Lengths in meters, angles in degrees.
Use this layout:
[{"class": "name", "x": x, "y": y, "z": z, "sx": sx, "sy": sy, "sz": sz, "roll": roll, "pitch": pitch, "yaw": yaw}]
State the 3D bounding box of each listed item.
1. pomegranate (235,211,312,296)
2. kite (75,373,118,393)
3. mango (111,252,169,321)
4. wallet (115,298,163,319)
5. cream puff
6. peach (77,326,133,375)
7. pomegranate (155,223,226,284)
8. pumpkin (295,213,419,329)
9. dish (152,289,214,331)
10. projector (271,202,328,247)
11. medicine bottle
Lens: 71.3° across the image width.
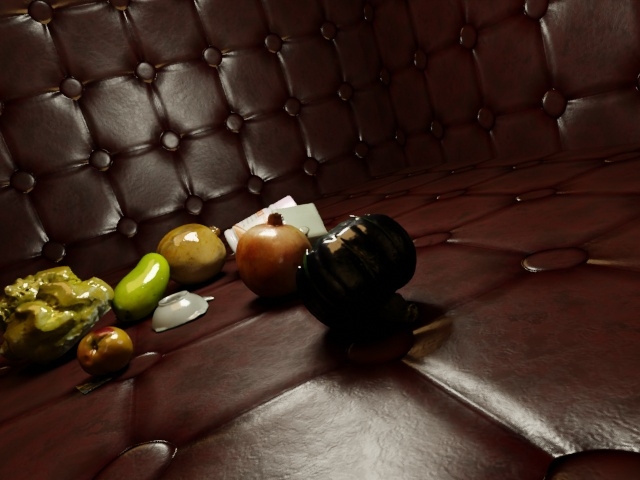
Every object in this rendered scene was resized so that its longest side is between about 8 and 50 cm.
[{"class": "pomegranate", "x": -0.145, "y": 0.043, "z": 1.416, "sx": 0.228, "sy": 0.271, "sz": 0.252, "roll": -17, "pitch": 16, "yaw": -41}, {"class": "kite", "x": -0.594, "y": 0.377, "z": 1.171, "sx": 0.122, "sy": 0.004, "sz": 0.090, "roll": -18, "pitch": 12, "yaw": -2}, {"class": "mango", "x": -0.675, "y": 0.175, "z": 1.698, "sx": 0.175, "sy": 0.143, "sz": 0.293, "roll": 9, "pitch": 53, "yaw": 12}, {"class": "wallet", "x": -0.724, "y": 0.268, "z": 1.790, "sx": 0.095, "sy": 0.026, "sz": 0.176, "roll": -2, "pitch": 20, "yaw": 44}, {"class": "cream puff", "x": -0.928, "y": 0.235, "z": 1.515, "sx": 0.378, "sy": 0.276, "sz": 0.378, "roll": -32, "pitch": 19, "yaw": 12}, {"class": "peach", "x": -0.582, "y": 0.301, "z": 1.219, "sx": 0.138, "sy": 0.138, "sz": 0.138, "roll": -16, "pitch": 12, "yaw": 4}, {"class": "pomegranate", "x": -0.558, "y": 0.064, "z": 1.915, "sx": 0.307, "sy": 0.308, "sz": 0.307, "roll": -16, "pitch": 12, "yaw": 4}, {"class": "pumpkin", "x": 0.102, "y": 0.092, "z": 1.023, "sx": 0.295, "sy": 0.296, "sz": 0.296, "roll": -16, "pitch": 12, "yaw": 4}, {"class": "dish", "x": -0.481, "y": 0.222, "z": 1.534, "sx": 0.224, "sy": 0.078, "sz": 0.246, "roll": -12, "pitch": 13, "yaw": 29}, {"class": "projector", "x": -0.074, "y": -0.012, "z": 1.663, "sx": 0.177, "sy": 0.164, "sz": 0.243, "roll": -10, "pitch": 41, "yaw": -12}, {"class": "medicine bottle", "x": -0.217, "y": -0.028, "z": 1.863, "sx": 0.315, "sy": 0.202, "sz": 0.202, "roll": -30, "pitch": 14, "yaw": -6}]
